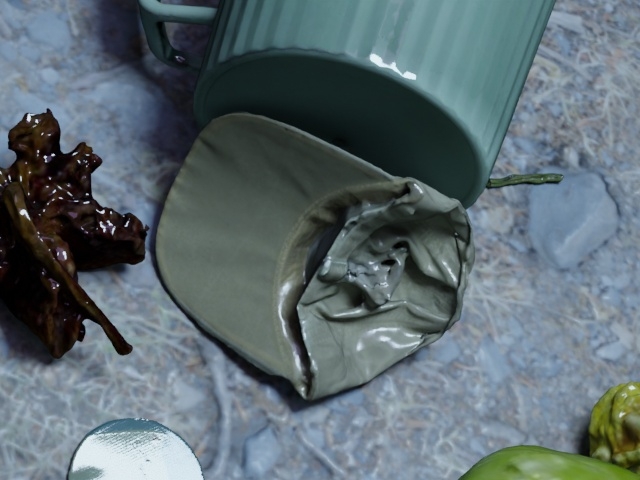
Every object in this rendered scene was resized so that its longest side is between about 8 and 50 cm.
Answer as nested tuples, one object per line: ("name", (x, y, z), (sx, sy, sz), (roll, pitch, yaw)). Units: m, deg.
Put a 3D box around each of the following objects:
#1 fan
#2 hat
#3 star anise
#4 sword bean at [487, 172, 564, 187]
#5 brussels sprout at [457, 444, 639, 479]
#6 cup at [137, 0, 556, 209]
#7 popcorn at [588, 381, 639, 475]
("fan", (-0.175, 0.199, 1.293), (0.175, 0.005, 0.113), (-9, 67, -26))
("hat", (0.000, 0.000, 1.394), (0.245, 0.214, 0.149), (39, 22, 25))
("star anise", (-0.245, -0.018, 1.320), (0.220, 0.126, 0.190), (10, 56, -12))
("sword bean", (0.195, -0.059, 1.569), (0.083, 0.012, 0.012), (-5, 65, -22))
("brussels sprout", (0.173, 0.304, 1.224), (0.328, 0.247, 0.328), (21, 48, -26))
("cup", (0.031, -0.239, 1.476), (0.310, 0.401, 0.392), (47, 50, -42))
("popcorn", (0.284, 0.180, 1.410), (0.106, 0.116, 0.120), (-40, 81, -15))
